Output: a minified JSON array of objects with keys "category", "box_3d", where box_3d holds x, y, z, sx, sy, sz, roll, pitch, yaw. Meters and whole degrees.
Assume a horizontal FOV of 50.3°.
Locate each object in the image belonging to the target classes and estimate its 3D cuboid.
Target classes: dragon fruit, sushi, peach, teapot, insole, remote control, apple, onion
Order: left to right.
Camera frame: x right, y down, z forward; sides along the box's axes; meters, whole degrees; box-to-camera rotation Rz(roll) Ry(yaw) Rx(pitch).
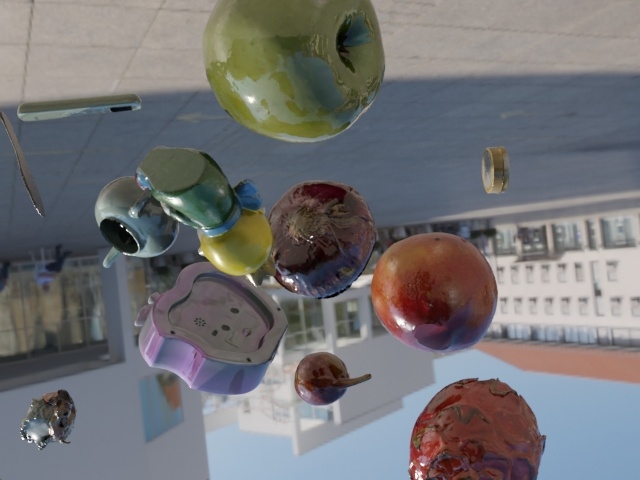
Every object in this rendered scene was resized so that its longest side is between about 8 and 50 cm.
[{"category":"insole","box_3d":[-0.823,-0.211,1.882,0.009,0.348,0.119,-24,164,-10]},{"category":"sushi","box_3d":[-0.521,0.351,1.311,0.103,0.097,0.226,-5,158,-21]},{"category":"remote control","box_3d":[-0.624,-0.347,1.776,0.309,0.038,0.090,-8,178,-12]},{"category":"teapot","box_3d":[-0.409,-0.044,1.503,0.294,0.193,0.129,-44,-169,52]},{"category":"apple","box_3d":[-0.059,-0.361,1.322,0.357,0.357,0.357,-6,179,0]},{"category":"onion","box_3d":[0.000,0.000,1.384,0.246,0.246,0.190,-7,155,33]},{"category":"peach","box_3d":[0.332,0.156,1.964,0.388,0.388,0.388,-6,179,0]},{"category":"dragon fruit","box_3d":[0.266,0.361,1.177,0.241,0.252,0.241,14,152,8]}]

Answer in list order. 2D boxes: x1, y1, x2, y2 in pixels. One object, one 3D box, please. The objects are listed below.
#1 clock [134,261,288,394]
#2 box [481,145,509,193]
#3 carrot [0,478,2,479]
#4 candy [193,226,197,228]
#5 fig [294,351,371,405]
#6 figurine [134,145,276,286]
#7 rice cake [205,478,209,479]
[{"category":"clock","box_3d":[-0.244,0.189,1.550,0.338,0.102,0.338,20,-148,-13]},{"category":"box","box_3d":[0.386,-0.155,1.505,0.037,0.105,0.105,-4,179,0]},{"category":"carrot","box_3d":[-0.819,0.735,1.838,0.078,0.298,0.078,-30,-171,5]},{"category":"candy","box_3d":[-0.380,-0.129,2.059,0.097,0.097,0.323,-6,154,-1]},{"category":"fig","box_3d":[0.024,0.420,2.049,0.175,0.175,0.207,-6,-174,-35]},{"category":"figurine","box_3d":[-0.167,-0.036,1.042,0.185,0.127,0.234,15,159,37]},{"category":"rice cake","box_3d":[-0.364,0.702,1.704,0.270,0.049,0.055,-37,156,-38]}]
